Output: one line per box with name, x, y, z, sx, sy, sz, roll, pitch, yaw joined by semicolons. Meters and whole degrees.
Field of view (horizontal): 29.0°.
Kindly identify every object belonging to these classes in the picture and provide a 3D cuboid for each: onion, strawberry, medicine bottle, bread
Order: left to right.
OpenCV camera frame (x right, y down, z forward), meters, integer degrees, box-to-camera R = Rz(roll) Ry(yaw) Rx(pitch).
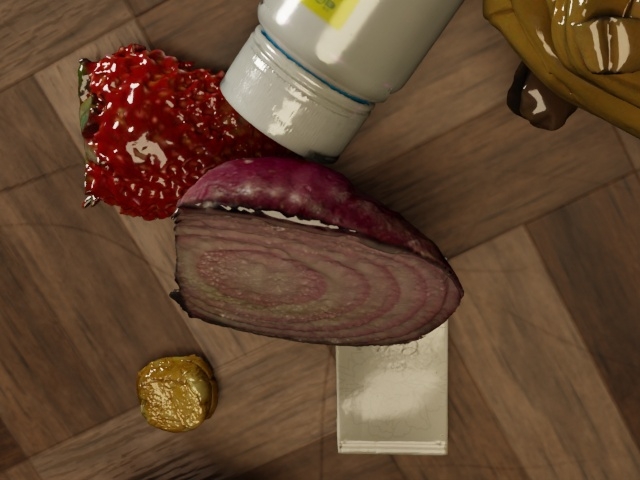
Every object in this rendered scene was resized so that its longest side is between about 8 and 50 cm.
bread;-0.139;0.149;1.205;0.083;0.046;0.081;-41;96;18
strawberry;-0.120;-0.092;1.098;0.208;0.087;0.167;-3;107;4
onion;0.000;0.000;1.060;0.247;0.111;0.250;8;152;-3
medicine bottle;0.035;-0.199;1.020;0.143;0.143;0.258;32;109;-7

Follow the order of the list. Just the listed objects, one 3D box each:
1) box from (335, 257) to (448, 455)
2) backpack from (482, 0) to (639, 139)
box;0.068;0.112;1.184;0.109;0.029;0.198;0;108;5
backpack;0.308;-0.219;0.945;0.378;0.201;0.353;24;94;-21
